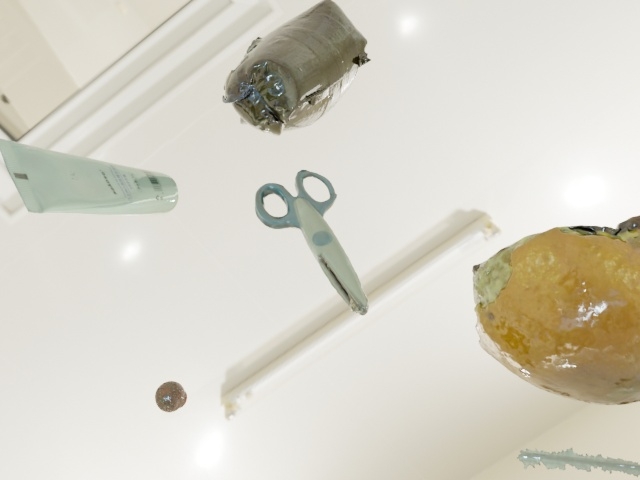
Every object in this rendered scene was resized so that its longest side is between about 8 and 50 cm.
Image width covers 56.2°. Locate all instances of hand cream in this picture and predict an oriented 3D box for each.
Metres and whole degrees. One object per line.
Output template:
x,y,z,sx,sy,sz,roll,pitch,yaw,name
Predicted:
-0.318,-0.082,0.879,0.067,0.109,0.320,-32,169,16,hand cream

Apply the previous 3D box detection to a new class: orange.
0.192,0.056,0.417,0.170,0.160,0.112,-42,-142,25,orange

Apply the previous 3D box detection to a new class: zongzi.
-0.133,-0.294,1.310,0.432,0.208,0.403,-29,-163,39,zongzi

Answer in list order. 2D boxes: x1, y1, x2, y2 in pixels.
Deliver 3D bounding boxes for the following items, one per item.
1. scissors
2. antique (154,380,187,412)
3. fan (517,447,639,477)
0.000,0.000,0.935,0.138,0.041,0.289,-22,-125,-15,scissors
-0.481,0.499,1.918,0.104,0.104,0.104,-30,-152,18,antique
0.322,0.183,0.458,0.328,0.009,0.191,3,-109,14,fan
